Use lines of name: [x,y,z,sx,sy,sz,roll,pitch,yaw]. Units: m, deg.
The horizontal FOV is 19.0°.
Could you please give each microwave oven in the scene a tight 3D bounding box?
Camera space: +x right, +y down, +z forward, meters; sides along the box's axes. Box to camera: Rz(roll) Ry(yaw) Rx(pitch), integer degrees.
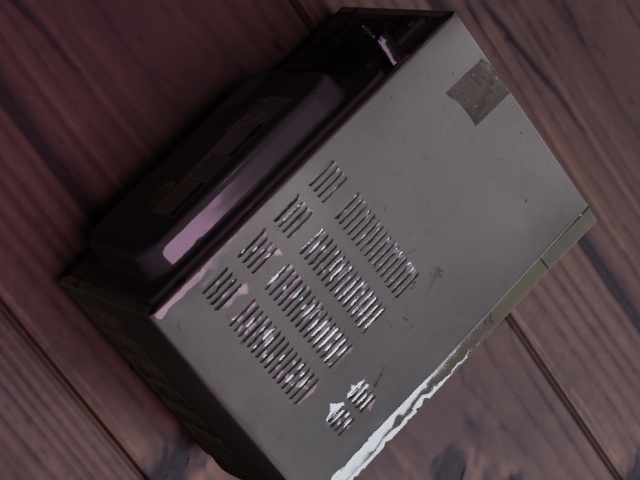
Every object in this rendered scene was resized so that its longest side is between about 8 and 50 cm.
microwave oven: [0.000,0.000,1.085,0.240,0.145,0.194,-45,113,-16]
